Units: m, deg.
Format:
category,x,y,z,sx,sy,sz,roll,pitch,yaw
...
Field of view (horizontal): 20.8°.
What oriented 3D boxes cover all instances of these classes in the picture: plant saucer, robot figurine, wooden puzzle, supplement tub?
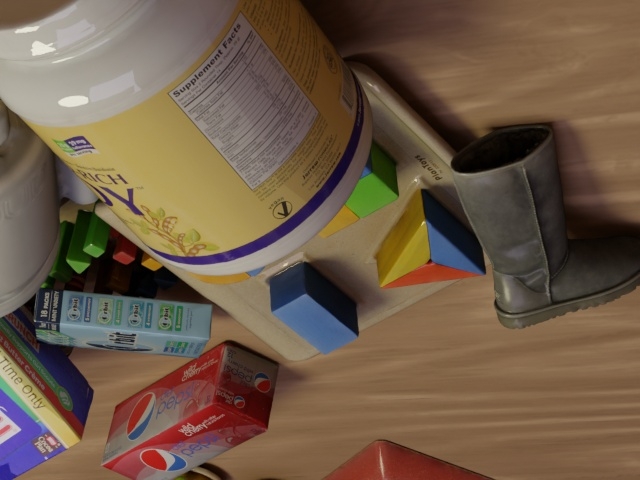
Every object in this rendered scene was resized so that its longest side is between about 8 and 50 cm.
category,x,y,z,sx,sy,sz,roll,pitch,yaw
plant saucer,0.127,0.370,2.332,0.259,0.048,0.258,21,145,-19
robot figurine,-0.355,-0.049,1.679,0.300,0.200,0.353,-13,149,-12
wooden puzzle,0.000,0.000,1.736,0.348,0.080,0.322,-25,135,28
supplement tub,-0.128,-0.148,1.439,0.241,0.241,0.331,-11,142,27

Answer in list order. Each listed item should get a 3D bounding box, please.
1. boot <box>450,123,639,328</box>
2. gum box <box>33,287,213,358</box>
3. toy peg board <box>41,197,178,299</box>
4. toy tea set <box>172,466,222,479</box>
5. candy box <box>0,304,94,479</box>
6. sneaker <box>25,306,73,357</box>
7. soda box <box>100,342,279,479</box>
category,x,y,z,sx,sy,sz,roll,pitch,yaw
boot,0.229,-0.026,1.690,0.189,0.076,0.208,-23,122,-12
gum box,-0.215,0.090,1.887,0.184,0.041,0.157,5,168,-7
toy peg board,-0.218,0.022,1.863,0.160,0.079,0.161,29,142,-27
toy tea set,-0.127,0.439,2.414,0.200,0.124,0.336,10,147,9
candy box,-0.463,0.177,1.970,0.317,0.122,0.268,-30,115,13
sneaker,-0.366,0.115,2.053,0.170,0.063,0.075,0,140,5
soda box,-0.162,0.217,2.131,0.083,0.092,0.263,28,142,-25
